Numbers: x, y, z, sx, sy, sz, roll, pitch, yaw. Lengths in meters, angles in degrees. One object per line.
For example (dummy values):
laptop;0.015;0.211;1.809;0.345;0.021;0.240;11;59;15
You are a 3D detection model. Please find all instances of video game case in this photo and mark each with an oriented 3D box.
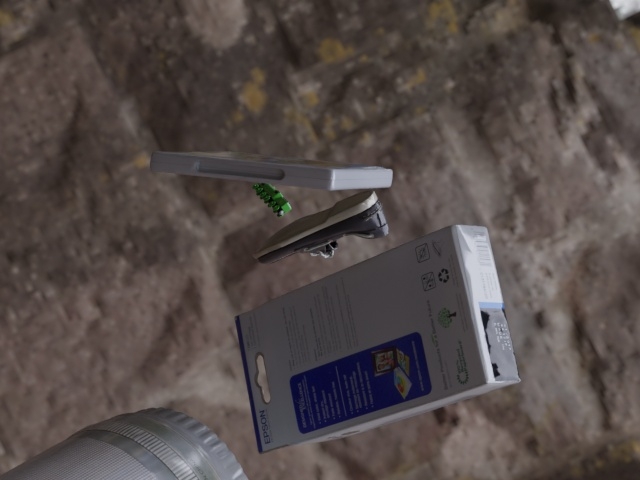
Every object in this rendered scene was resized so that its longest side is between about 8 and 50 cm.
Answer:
video game case;-0.045;-0.074;1.493;0.212;0.193;0.023;-8;104;-71

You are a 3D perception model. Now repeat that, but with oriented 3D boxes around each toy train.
toy train;-0.061;-0.055;1.813;0.017;0.023;0.083;58;-7;-36

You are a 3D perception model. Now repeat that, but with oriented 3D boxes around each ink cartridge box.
ink cartridge box;0.050;0.110;1.505;0.065;0.332;0.165;3;71;-46

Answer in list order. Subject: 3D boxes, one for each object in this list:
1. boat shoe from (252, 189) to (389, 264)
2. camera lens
boat shoe;0.000;0.000;1.911;0.065;0.206;0.075;57;31;-14
camera lens;-0.215;0.297;1.335;0.219;0.274;0.219;14;-65;33
